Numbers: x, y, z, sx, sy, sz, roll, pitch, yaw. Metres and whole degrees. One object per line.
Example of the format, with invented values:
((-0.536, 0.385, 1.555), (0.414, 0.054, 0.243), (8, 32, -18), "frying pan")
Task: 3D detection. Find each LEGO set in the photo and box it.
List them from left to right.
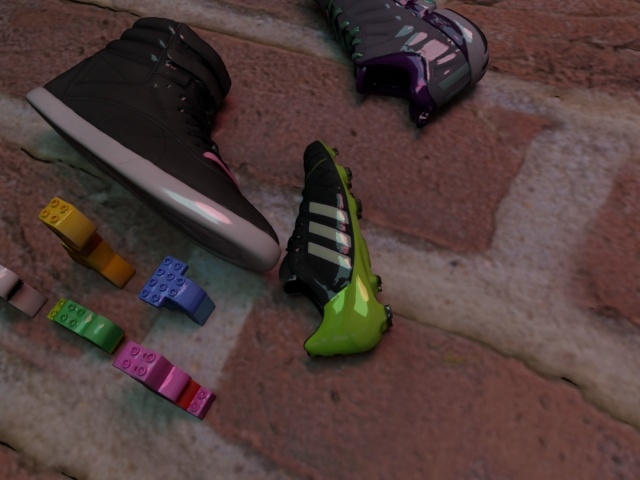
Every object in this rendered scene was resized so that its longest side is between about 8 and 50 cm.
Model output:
((-0.167, 0.028, 0.407), (0.227, 0.093, 0.087), (22, 65, 19), "LEGO set")

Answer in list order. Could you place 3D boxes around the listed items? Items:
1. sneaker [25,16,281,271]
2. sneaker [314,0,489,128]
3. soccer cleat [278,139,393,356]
((-0.111, -0.098, 0.465), (0.295, 0.104, 0.147), (35, 75, 28), "sneaker")
((0.040, -0.195, 0.517), (0.098, 0.083, 0.223), (-44, 64, -12), "sneaker")
((0.000, 0.000, 0.422), (0.072, 0.060, 0.179), (-14, 62, 1), "soccer cleat")
